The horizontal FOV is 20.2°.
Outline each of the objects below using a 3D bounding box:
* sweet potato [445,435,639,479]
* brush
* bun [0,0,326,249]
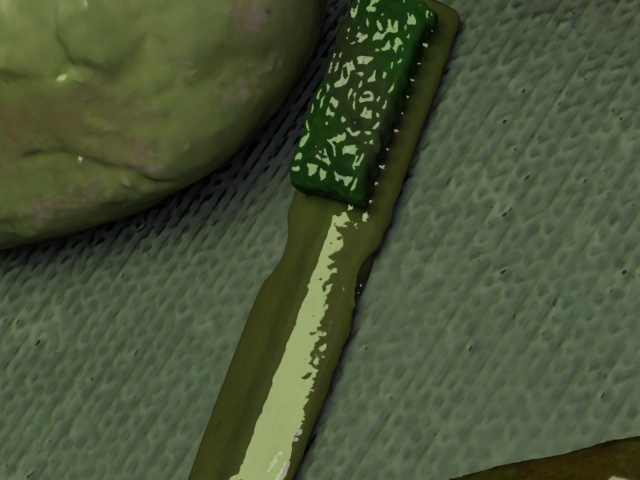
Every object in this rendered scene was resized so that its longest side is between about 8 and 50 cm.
[{"bbox_3d":[0.056,0.132,0.789,0.273,0.075,0.075,-10,64,21],"label":"sweet potato"},{"bbox_3d":[0.000,0.000,0.883,0.054,0.048,0.282,14,75,25],"label":"brush"},{"bbox_3d":[-0.162,-0.173,0.925,0.361,0.213,0.361,-8,68,19],"label":"bun"}]
